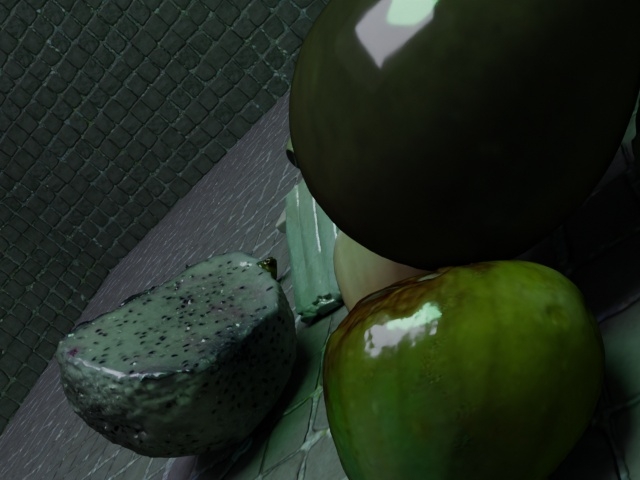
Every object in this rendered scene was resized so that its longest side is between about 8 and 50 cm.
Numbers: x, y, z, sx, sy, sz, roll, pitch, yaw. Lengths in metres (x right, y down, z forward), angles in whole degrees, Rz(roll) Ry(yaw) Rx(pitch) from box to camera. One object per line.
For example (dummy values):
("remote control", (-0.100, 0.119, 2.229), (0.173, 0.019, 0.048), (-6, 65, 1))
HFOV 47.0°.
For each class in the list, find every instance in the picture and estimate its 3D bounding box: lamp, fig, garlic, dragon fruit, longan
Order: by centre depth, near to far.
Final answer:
("fig", (0.089, 0.102, 0.491), (0.181, 0.181, 0.191), (-7, 68, 67))
("longan", (0.106, -0.125, 0.581), (0.300, 0.243, 0.300), (-16, 56, 26))
("garlic", (0.088, 0.030, 0.743), (0.143, 0.112, 0.318), (-24, 18, 6))
("dragon fruit", (-0.146, 0.169, 0.918), (0.283, 0.203, 0.221), (-33, 33, -33))
("lamp", (0.001, -0.224, 1.627), (0.163, 0.091, 0.091), (-37, 12, -19))

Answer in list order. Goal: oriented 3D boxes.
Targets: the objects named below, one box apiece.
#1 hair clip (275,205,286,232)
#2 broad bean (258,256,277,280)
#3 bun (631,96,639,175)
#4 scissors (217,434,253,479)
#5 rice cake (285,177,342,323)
("hair clip", (0.051, -0.076, 1.113), (0.331, 0.101, 0.085), (-33, 28, 48))
("broad bean", (-0.154, 0.112, 1.294), (0.256, 0.052, 0.053), (-42, -19, 24))
("bun", (0.306, -0.103, 0.477), (0.221, 0.108, 0.221), (-44, 16, 16))
("scissors", (-0.110, 0.272, 0.897), (0.083, 0.006, 0.036), (-53, 15, -13))
("rice cake", (0.000, 0.000, 1.025), (0.124, 0.038, 0.211), (-40, 48, 39))
